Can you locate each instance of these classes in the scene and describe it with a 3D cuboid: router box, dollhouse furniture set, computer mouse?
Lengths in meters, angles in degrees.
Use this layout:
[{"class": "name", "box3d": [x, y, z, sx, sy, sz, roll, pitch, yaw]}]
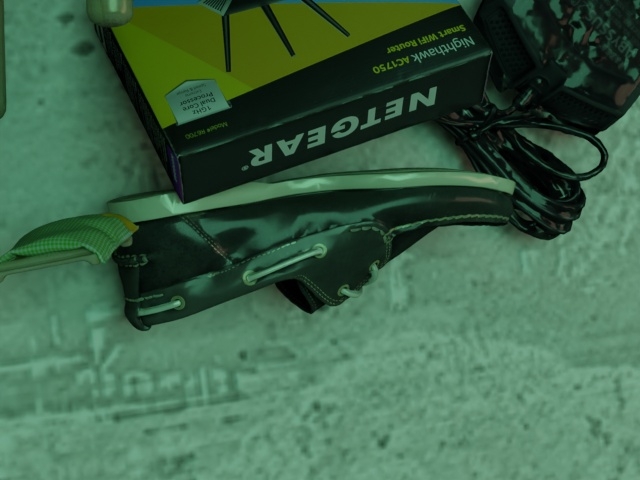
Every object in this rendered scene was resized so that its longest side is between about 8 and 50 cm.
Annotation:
[{"class": "router box", "box3d": [-0.017, -0.107, 0.791, 0.178, 0.046, 0.133, -20, 58, -15]}, {"class": "dollhouse furniture set", "box3d": [-0.172, -0.009, 0.732, 0.151, 0.076, 0.059, -11, 97, 8]}, {"class": "computer mouse", "box3d": [0.160, -0.154, 0.912, 0.272, 0.072, 0.188, -46, 105, -8]}]

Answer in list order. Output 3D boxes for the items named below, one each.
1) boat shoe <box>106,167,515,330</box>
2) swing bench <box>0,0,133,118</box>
[{"class": "boat shoe", "box3d": [0.000, 0.000, 0.819, 0.233, 0.084, 0.079, -8, 91, -17]}, {"class": "swing bench", "box3d": [-0.164, -0.214, 0.675, 0.165, 0.253, 0.255, 18, 78, -20]}]
